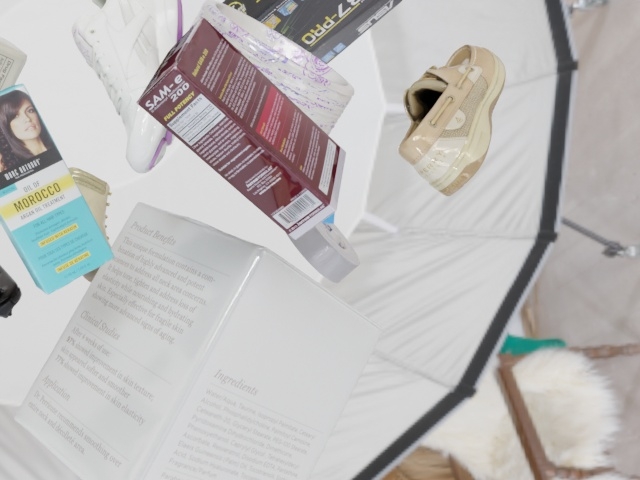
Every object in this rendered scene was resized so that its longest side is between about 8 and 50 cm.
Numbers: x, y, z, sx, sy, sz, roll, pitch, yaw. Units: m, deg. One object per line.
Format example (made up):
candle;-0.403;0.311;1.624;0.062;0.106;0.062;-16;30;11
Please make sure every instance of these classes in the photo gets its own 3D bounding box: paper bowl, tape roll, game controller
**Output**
paper bowl;-0.098;-0.262;1.299;0.148;0.284;0.284;-58;24;18
tape roll;0.000;0.000;1.944;0.072;0.219;0.219;-42;29;11
game controller;-0.701;0.106;1.559;0.319;0.167;0.067;22;135;53

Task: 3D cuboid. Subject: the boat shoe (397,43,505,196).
boat shoe;0.183;-0.203;1.125;0.121;0.110;0.341;-49;14;37

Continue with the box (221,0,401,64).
box;-0.051;-0.458;1.627;0.097;0.395;0.318;59;-162;16

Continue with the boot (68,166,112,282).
boot;-0.498;-0.021;1.762;0.262;0.095;0.203;49;-147;-48

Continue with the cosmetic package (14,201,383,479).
cosmetic package;-0.182;0.205;1.225;0.329;0.327;0.393;19;77;44

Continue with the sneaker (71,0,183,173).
sneaker;-0.268;-0.228;1.087;0.114;0.152;0.305;122;147;-60

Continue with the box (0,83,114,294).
box;-0.361;-0.063;0.981;0.060;0.101;0.244;13;131;58

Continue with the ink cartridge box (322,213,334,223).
ink cartridge box;-0.040;-0.065;1.632;0.088;0.123;0.052;-164;78;-71

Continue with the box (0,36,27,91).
box;-0.579;-0.264;1.055;0.121;0.311;0.148;36;99;49

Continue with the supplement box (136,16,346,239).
supplement box;-0.081;-0.126;0.901;0.073;0.239;0.130;-35;26;30
